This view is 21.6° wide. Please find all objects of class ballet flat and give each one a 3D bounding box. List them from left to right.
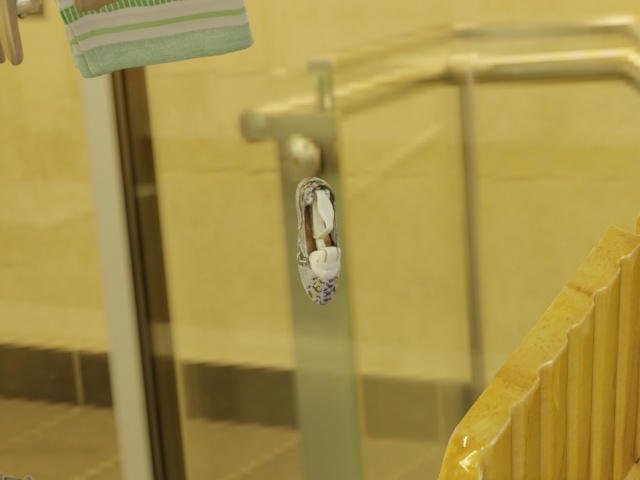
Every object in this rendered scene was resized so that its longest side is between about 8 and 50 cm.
[{"bbox_3d":[0.000,0.000,1.485,0.041,0.114,0.041,-6,-2,0],"label":"ballet flat"}]

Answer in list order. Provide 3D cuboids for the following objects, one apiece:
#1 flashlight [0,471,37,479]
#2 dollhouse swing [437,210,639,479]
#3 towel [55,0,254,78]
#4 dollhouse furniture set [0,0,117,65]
[{"bbox_3d":[-0.370,0.398,1.887,0.103,0.103,0.304,-11,35,9],"label":"flashlight"},{"bbox_3d":[0.268,0.214,1.050,0.305,0.315,0.347,20,46,28],"label":"dollhouse swing"},{"bbox_3d":[-0.231,-0.328,2.170,0.248,0.038,0.325,-9,-30,2],"label":"towel"},{"bbox_3d":[-0.215,-0.222,1.458,0.151,0.123,0.144,-22,41,-23],"label":"dollhouse furniture set"}]
